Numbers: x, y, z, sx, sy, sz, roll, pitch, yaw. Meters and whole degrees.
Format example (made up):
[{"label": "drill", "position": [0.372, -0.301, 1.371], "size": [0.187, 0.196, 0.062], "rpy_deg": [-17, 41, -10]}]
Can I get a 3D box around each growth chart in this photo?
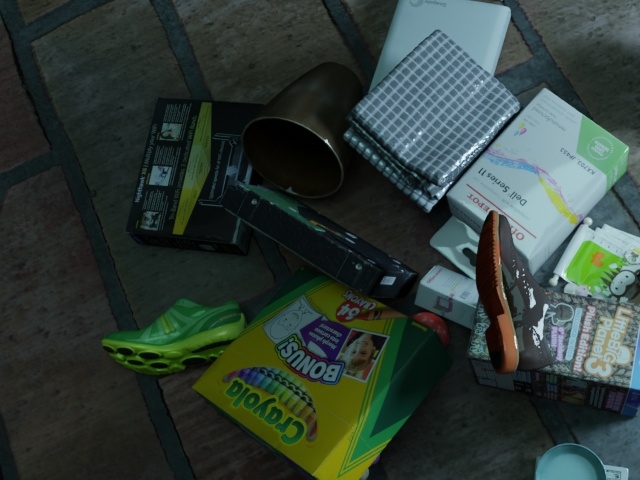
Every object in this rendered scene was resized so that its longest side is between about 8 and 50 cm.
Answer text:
[{"label": "growth chart", "position": [0.556, 0.057, 1.878], "size": [0.237, 0.021, 0.172], "rpy_deg": [20, 78, 19]}]

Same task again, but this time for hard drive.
[{"label": "hard drive", "position": [0.227, -0.329, 2.073], "size": [0.233, 0.047, 0.353], "rpy_deg": [14, 75, 17]}, {"label": "hard drive", "position": [0.000, 0.000, 1.911], "size": [0.339, 0.237, 0.064], "rpy_deg": [32, 99, 20]}]

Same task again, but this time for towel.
[{"label": "towel", "position": [0.210, -0.231, 1.915], "size": [0.235, 0.121, 0.283], "rpy_deg": [43, 69, 3]}]

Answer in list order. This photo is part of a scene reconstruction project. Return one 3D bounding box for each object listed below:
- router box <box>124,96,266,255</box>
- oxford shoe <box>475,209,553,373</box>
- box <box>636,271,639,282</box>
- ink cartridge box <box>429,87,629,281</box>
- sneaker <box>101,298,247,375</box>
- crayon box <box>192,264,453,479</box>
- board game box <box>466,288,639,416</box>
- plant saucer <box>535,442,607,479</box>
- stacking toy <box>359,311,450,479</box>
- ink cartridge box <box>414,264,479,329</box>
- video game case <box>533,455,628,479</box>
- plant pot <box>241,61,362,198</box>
[{"label": "router box", "position": [-0.244, -0.134, 2.098], "size": [0.243, 0.081, 0.308], "rpy_deg": [7, 73, 15]}, {"label": "oxford shoe", "position": [0.313, 0.081, 1.651], "size": [0.098, 0.097, 0.271], "rpy_deg": [-2, 73, -9]}, {"label": "box", "position": [0.685, 0.125, 1.794], "size": [0.159, 0.044, 0.233], "rpy_deg": [-25, 74, 2]}, {"label": "ink cartridge box", "position": [0.381, -0.082, 1.912], "size": [0.207, 0.119, 0.353], "rpy_deg": [40, 84, 21]}, {"label": "sneaker", "position": [-0.280, 0.184, 1.999], "size": [0.296, 0.109, 0.123], "rpy_deg": [-9, 48, 11]}, {"label": "crayon box", "position": [-0.003, 0.235, 1.799], "size": [0.313, 0.106, 0.363], "rpy_deg": [-47, 40, -17]}, {"label": "board game box", "position": [0.413, 0.187, 1.752], "size": [0.291, 0.232, 0.141], "rpy_deg": [10, 74, 16]}, {"label": "plant saucer", "position": [0.431, 0.411, 1.763], "size": [0.119, 0.021, 0.119], "rpy_deg": [-4, 70, 11]}, {"label": "stacking toy", "position": [0.121, 0.271, 1.860], "size": [0.141, 0.141, 0.330], "rpy_deg": [36, 76, 21]}, {"label": "ink cartridge box", "position": [0.248, 0.103, 1.894], "size": [0.122, 0.088, 0.052], "rpy_deg": [25, 122, 19]}, {"label": "video game case", "position": [0.445, 0.455, 1.768], "size": [0.157, 0.019, 0.143], "rpy_deg": [5, 73, 14]}, {"label": "plant pot", "position": [-0.011, -0.239, 2.025], "size": [0.215, 0.215, 0.230], "rpy_deg": [16, 54, 18]}]
